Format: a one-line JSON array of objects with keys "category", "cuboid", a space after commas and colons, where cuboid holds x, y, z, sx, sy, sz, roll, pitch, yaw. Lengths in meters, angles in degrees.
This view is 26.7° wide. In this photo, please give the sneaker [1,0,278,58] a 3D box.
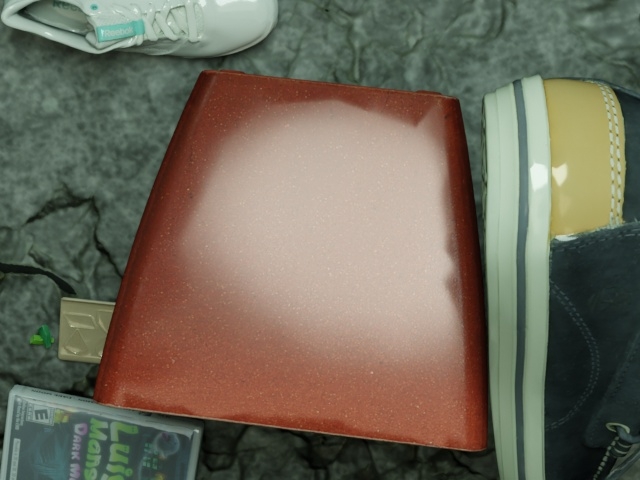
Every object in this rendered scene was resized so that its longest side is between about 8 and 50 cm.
[{"category": "sneaker", "cuboid": [-0.141, -0.170, 1.042, 0.212, 0.094, 0.080, 2, 114, 7]}]

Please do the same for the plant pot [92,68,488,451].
[{"category": "plant pot", "cuboid": [0.000, 0.000, 1.010, 0.267, 0.267, 0.235, 7, 95, 3]}]

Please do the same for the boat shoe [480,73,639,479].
[{"category": "boat shoe", "cuboid": [0.192, 0.069, 0.928, 0.156, 0.186, 0.500, -3, 147, 6]}]

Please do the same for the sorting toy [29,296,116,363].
[{"category": "sorting toy", "cuboid": [-0.210, 0.076, 1.166, 0.083, 0.012, 0.062, 6, 111, 0]}]

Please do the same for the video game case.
[{"category": "video game case", "cuboid": [-0.202, 0.233, 1.206, 0.173, 0.022, 0.190, 11, 107, 2]}]
